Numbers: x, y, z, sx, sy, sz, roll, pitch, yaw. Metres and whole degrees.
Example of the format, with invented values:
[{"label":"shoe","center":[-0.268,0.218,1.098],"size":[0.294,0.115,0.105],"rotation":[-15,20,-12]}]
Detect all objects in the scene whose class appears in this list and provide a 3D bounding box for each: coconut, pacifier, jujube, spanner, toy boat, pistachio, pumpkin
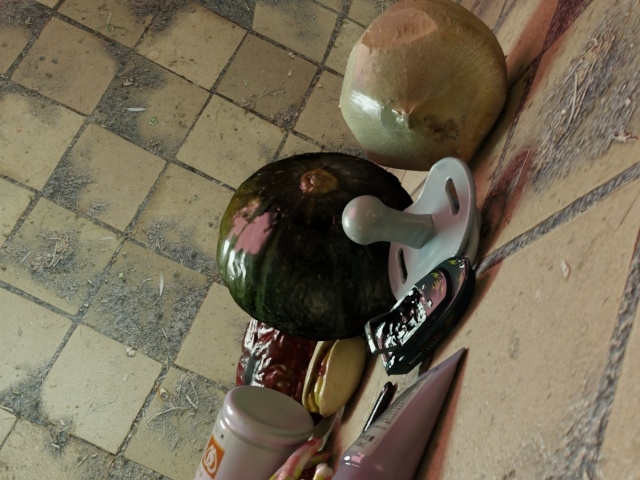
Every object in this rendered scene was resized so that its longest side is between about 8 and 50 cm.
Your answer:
[{"label":"coconut","center":[0.207,-0.308,1.398],"size":[0.346,0.346,0.360],"rotation":[-61,-1,42]},{"label":"pacifier","center":[0.143,-0.009,1.135],"size":[0.287,0.226,0.238],"rotation":[119,158,-48]},{"label":"jujube","center":[-0.065,0.282,1.650],"size":[0.276,0.277,0.376],"rotation":[139,155,-81]},{"label":"spanner","center":[0.052,0.387,1.186],"size":[0.315,0.024,0.087],"rotation":[-64,-2,2]},{"label":"toy boat","center":[0.157,0.111,1.039],"size":[0.246,0.103,0.092],"rotation":[-55,32,35]},{"label":"pistachio","center":[0.036,0.286,1.458],"size":[0.145,0.117,0.200],"rotation":[51,-132,-51]},{"label":"pumpkin","center":[0.000,0.000,1.442],"size":[0.454,0.455,0.343],"rotation":[-68,-10,-51]}]

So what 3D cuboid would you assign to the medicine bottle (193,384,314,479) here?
[{"label":"medicine bottle","center":[-0.159,0.494,1.444],"size":[0.202,0.202,0.315],"rotation":[-83,15,-79]}]

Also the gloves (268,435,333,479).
[{"label":"gloves","center":[-0.058,0.488,1.297],"size":[0.145,0.126,0.241],"rotation":[112,174,-64]}]

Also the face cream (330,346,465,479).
[{"label":"face cream","center":[0.102,0.266,0.911],"size":[0.274,0.096,0.154],"rotation":[-51,-6,-31]}]
